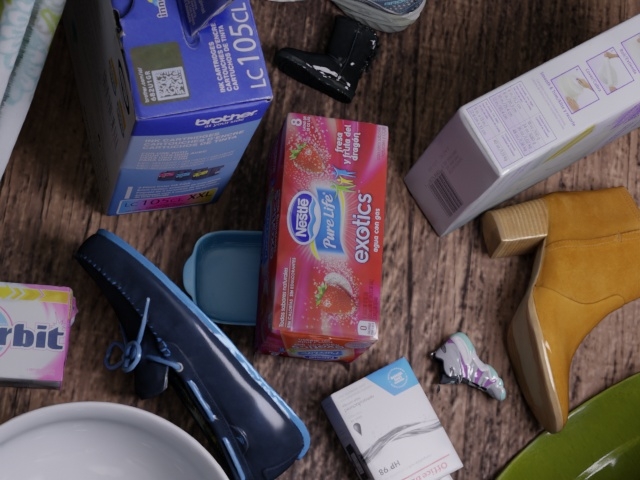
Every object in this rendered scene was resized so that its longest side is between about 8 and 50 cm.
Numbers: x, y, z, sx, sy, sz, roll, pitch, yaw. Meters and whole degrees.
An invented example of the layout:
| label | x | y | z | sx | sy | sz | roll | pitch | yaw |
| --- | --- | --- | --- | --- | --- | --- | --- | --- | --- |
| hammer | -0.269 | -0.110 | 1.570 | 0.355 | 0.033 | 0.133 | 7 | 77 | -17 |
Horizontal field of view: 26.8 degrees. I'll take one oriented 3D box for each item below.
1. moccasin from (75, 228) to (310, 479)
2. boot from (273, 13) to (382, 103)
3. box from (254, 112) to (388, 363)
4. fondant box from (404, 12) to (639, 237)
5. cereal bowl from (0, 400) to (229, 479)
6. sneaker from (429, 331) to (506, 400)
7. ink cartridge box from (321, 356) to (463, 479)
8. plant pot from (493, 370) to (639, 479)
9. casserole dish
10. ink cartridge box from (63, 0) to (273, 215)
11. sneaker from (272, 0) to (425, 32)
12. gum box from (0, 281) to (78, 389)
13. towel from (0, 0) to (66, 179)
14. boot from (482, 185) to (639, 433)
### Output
| label | x | y | z | sx | sy | sz | roll | pitch | yaw |
| --- | --- | --- | --- | --- | --- | --- | --- | --- | --- |
| moccasin | -0.158 | 0.136 | 1.485 | 0.117 | 0.138 | 0.342 | -43 | 86 | -11 |
| boot | 0.012 | -0.237 | 1.678 | 0.121 | 0.045 | 0.099 | 27 | 73 | -11 |
| box | 0.000 | 0.000 | 1.523 | 0.122 | 0.128 | 0.257 | 7 | 72 | -10 |
| fondant box | 0.283 | -0.146 | 1.607 | 0.330 | 0.238 | 0.096 | -29 | 82 | -18 |
| cereal bowl | -0.248 | 0.342 | 1.402 | 0.338 | 0.141 | 0.339 | 3 | 73 | -11 |
| sneaker | 0.169 | 0.165 | 1.602 | 0.069 | 0.038 | 0.098 | -35 | 75 | -17 |
| ink cartridge box | 0.090 | 0.239 | 1.548 | 0.104 | 0.060 | 0.180 | -26 | 81 | -18 |
| plant pot | 0.418 | 0.357 | 1.461 | 0.366 | 0.366 | 0.353 | -35 | 96 | -19 |
| casserole dish | -0.069 | 0.048 | 1.582 | 0.188 | 0.037 | 0.114 | 2 | 74 | -11 |
| ink cartridge box | -0.171 | -0.212 | 1.443 | 0.151 | 0.395 | 0.270 | -11 | 77 | -15 |
| sneaker | 0.006 | -0.355 | 1.669 | 0.283 | 0.122 | 0.110 | 13 | 71 | -8 |
| gum box | -0.365 | 0.103 | 1.487 | 0.188 | 0.062 | 0.107 | 5 | 73 | -11 |
| towel | -0.407 | -0.248 | 1.421 | 0.320 | 0.090 | 0.375 | 32 | 108 | 29 |
| boot | 0.329 | 0.074 | 1.626 | 0.211 | 0.104 | 0.295 | -7 | 72 | -14 |
